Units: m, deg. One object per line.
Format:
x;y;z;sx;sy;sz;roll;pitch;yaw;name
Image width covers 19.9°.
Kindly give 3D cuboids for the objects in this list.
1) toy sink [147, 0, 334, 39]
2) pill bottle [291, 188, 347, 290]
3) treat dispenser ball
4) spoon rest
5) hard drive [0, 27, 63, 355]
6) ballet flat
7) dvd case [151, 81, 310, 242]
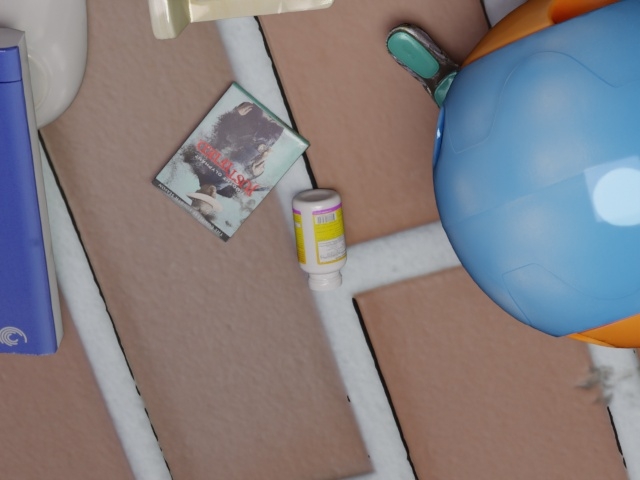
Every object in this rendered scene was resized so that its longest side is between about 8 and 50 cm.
-0.052;-0.257;1.402;0.131;0.234;0.153;-4;108;9;toy sink
0.000;0.000;1.589;0.043;0.043;0.083;-3;109;9;pill bottle
0.230;-0.060;1.406;0.288;0.288;0.288;2;110;7;treat dispenser ball
-0.236;-0.200;1.532;0.137;0.084;0.276;23;121;-22;spoon rest
-0.342;-0.040;1.573;0.210;0.040;0.319;4;127;6;hard drive
0.101;-0.140;1.527;0.041;0.041;0.114;-41;101;19;ballet flat
-0.079;-0.067;1.591;0.087;0.013;0.119;39;111;-7;dvd case
